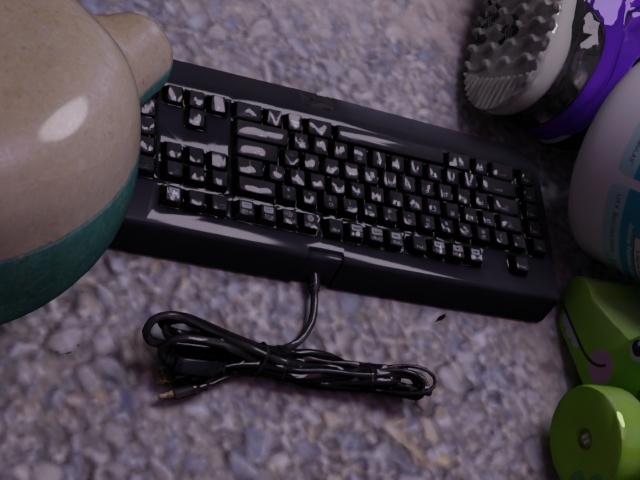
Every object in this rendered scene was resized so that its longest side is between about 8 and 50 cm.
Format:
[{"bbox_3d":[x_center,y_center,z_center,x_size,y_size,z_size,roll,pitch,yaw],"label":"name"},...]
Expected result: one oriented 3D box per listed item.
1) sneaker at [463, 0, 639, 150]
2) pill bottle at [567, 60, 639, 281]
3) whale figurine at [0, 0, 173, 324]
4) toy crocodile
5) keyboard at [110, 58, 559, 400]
[{"bbox_3d":[0.210,-0.191,0.753,0.146,0.102,0.293,27,83,-25],"label":"sneaker"},{"bbox_3d":[0.288,-0.005,0.631,0.146,0.146,0.264,-30,46,-34],"label":"pill bottle"},{"bbox_3d":[-0.179,-0.070,0.518,0.216,0.141,0.272,-4,45,-16],"label":"whale figurine"},{"bbox_3d":[0.212,0.153,0.589,0.115,0.105,0.340,12,45,-23],"label":"toy crocodile"},{"bbox_3d":[0.000,0.000,0.622,0.317,0.033,0.201,10,63,-22],"label":"keyboard"}]
